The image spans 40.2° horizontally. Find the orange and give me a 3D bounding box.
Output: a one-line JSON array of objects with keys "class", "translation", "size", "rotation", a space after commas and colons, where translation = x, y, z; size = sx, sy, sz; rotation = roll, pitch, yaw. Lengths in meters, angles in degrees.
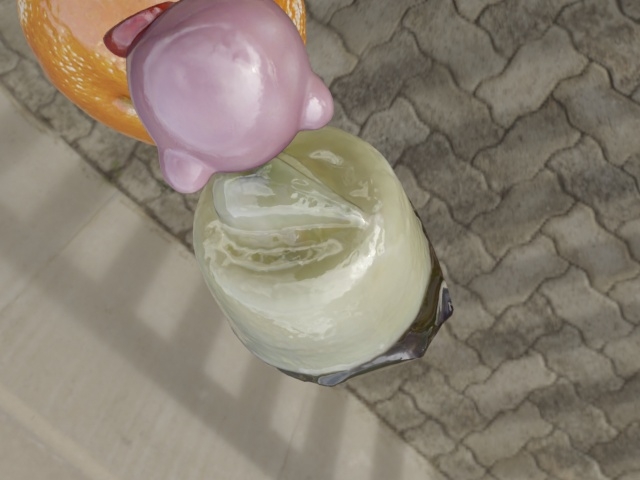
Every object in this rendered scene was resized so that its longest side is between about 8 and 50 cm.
[{"class": "orange", "translation": [-0.217, -0.326, 1.263], "size": [0.423, 0.326, 0.424], "rotation": [20, 159, 8]}]

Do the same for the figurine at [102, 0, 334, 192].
[{"class": "figurine", "translation": [-0.088, -0.145, 0.797], "size": [0.173, 0.173, 0.173], "rotation": [5, 120, 8]}]

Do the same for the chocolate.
[{"class": "chocolate", "translation": [0.000, 0.000, 1.165], "size": [0.325, 0.314, 0.297], "rotation": [-14, 151, -5]}]
